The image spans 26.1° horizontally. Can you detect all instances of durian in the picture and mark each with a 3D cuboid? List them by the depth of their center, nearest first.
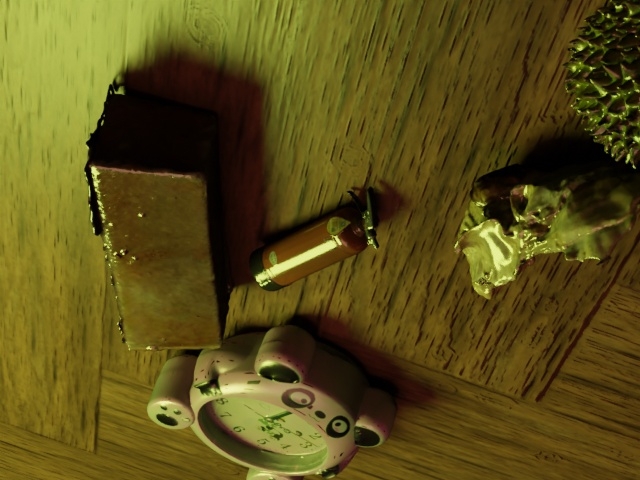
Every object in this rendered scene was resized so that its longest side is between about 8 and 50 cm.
[{"bbox_3d":[0.264,-0.120,1.031,0.137,0.095,0.220,36,139,-21],"label":"durian"}]

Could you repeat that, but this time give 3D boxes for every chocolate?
[{"bbox_3d":[-0.150,-0.009,1.369,0.112,0.112,0.321,6,142,6],"label":"chocolate"}]

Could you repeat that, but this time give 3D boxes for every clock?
[{"bbox_3d":[-0.052,0.193,1.600,0.227,0.090,0.248,38,139,-24],"label":"clock"}]

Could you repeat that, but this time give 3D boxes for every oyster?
[{"bbox_3d":[0.207,-0.027,1.164,0.233,0.161,0.107,-24,83,43],"label":"oyster"}]

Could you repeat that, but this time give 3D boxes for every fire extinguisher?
[{"bbox_3d":[0.000,0.000,1.356,0.177,0.050,0.062,-26,86,44],"label":"fire extinguisher"}]
